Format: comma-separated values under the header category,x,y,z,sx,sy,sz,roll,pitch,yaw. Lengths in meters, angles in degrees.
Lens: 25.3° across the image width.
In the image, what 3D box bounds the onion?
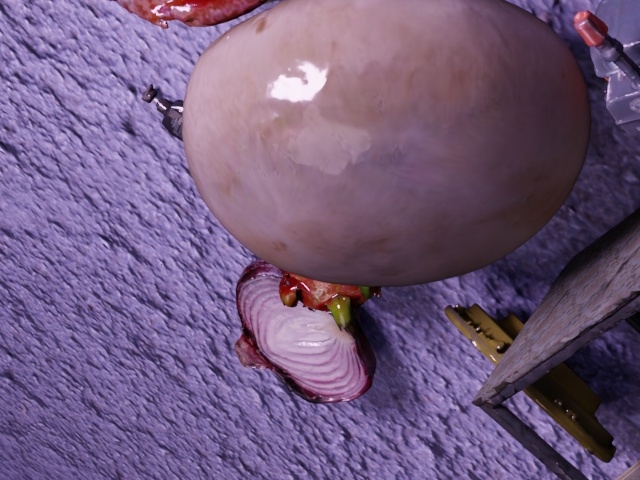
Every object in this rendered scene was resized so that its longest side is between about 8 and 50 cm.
category,x,y,z,sx,sy,sz,roll,pitch,yaw
onion,-0.023,0.099,1.705,0.151,0.098,0.206,-23,112,27

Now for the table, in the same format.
category,x,y,z,sx,sy,sz,roll,pitch,yaw
table,0.363,0.105,1.265,0.272,0.222,0.335,42,145,-1

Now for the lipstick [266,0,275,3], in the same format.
category,x,y,z,sx,sy,sz,roll,pitch,yaw
lipstick,-0.011,-0.258,1.373,0.129,0.030,0.030,-7,124,40

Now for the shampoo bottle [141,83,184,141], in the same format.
category,x,y,z,sx,sy,sz,roll,pitch,yaw
shampoo bottle,-0.146,-0.128,1.636,0.137,0.027,0.048,37,131,3

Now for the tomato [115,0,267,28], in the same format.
category,x,y,z,sx,sy,sz,roll,pitch,yaw
tomato,-0.114,-0.349,1.249,0.309,0.170,0.309,14,129,18

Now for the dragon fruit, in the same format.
category,x,y,z,sx,sy,sz,roll,pitch,yaw
dragon fruit,0.000,0.000,1.553,0.142,0.138,0.175,16,131,64

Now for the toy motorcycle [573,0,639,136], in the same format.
category,x,y,z,sx,sy,sz,roll,pitch,yaw
toy motorcycle,0.341,-0.170,1.063,0.326,0.147,0.221,-12,143,41

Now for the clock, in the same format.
category,x,y,z,sx,sy,sz,roll,pitch,yaw
clock,0.229,0.136,1.494,0.237,0.057,0.237,44,-178,-2

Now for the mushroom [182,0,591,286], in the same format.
category,x,y,z,sx,sy,sz,roll,pitch,yaw
mushroom,0.057,-0.121,1.276,0.362,0.294,0.362,0,155,0

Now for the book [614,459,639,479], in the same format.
category,x,y,z,sx,sy,sz,roll,pitch,yaw
book,0.423,0.282,1.545,0.170,0.018,0.241,35,154,6
